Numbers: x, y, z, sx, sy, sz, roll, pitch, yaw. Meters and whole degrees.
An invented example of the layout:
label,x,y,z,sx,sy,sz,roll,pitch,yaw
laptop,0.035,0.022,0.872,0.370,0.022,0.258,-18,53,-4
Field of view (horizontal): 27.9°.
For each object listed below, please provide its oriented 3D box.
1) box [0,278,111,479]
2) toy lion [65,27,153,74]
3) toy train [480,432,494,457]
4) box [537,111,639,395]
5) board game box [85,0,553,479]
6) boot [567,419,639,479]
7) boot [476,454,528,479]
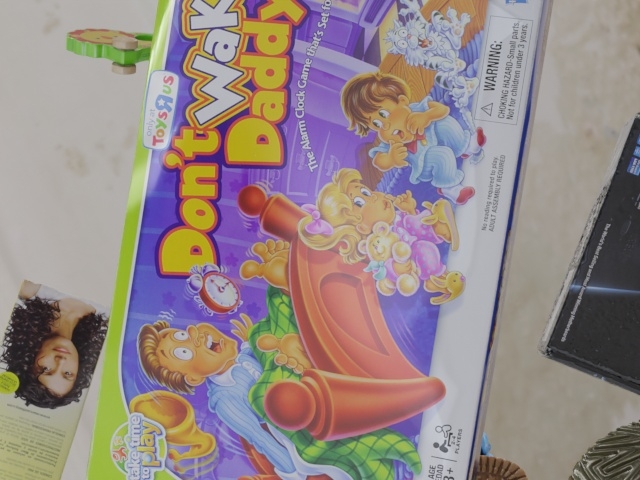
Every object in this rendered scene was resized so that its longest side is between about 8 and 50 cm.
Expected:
label,x,y,z,sx,sy,sz,roll,pitch,yaw
box,-0.243,0.152,1.056,0.087,0.058,0.232,18,-122,-11
toy lion,-0.189,-0.187,1.239,0.100,0.096,0.034,-13,-62,-42
toy train,0.197,0.333,1.744,0.080,0.105,0.184,5,-153,-12
box,0.250,0.023,0.887,0.077,0.147,0.180,32,-100,-84
board game box,0.000,0.000,0.798,0.078,0.233,0.347,2,-83,-77
boot,0.329,0.271,1.150,0.236,0.089,0.269,-27,-55,-21
boot,0.137,0.260,1.324,0.084,0.158,0.059,53,-153,-67
